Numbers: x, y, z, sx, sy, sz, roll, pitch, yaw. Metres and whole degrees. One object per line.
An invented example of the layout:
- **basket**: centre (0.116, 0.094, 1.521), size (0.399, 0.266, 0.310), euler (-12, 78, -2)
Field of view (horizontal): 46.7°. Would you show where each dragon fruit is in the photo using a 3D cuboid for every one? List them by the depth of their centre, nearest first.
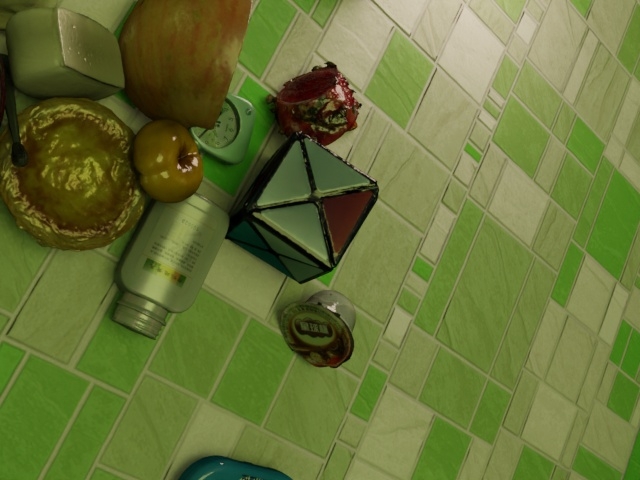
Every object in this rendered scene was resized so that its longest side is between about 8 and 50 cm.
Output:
- **dragon fruit**: centre (-0.018, -0.335, 1.811), size (0.147, 0.211, 0.282), euler (52, 38, -30)

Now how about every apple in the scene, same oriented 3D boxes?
- **apple**: centre (-0.277, -0.405, 1.587), size (0.252, 0.313, 0.309), euler (55, 42, -56)

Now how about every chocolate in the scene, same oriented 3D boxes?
- **chocolate**: centre (0.020, 0.207, 1.863), size (0.147, 0.221, 0.221), euler (-40, 113, -48)

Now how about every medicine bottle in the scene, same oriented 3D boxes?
- **medicine bottle**: centre (-0.340, 0.051, 1.632), size (0.179, 0.124, 0.324), euler (30, 72, -25)

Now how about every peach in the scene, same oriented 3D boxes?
- **peach**: centre (-0.315, -0.162, 1.533), size (0.179, 0.103, 0.179), euler (-10, 90, -68)

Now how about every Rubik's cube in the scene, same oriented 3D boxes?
- **Rubik's cube**: centre (-0.048, -0.069, 1.720), size (0.248, 0.246, 0.250), euler (35, 71, -9)

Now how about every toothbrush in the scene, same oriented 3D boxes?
- **toothbrush**: centre (-0.589, -0.256, 1.410), size (0.030, 0.031, 0.297), euler (-8, 55, -23)

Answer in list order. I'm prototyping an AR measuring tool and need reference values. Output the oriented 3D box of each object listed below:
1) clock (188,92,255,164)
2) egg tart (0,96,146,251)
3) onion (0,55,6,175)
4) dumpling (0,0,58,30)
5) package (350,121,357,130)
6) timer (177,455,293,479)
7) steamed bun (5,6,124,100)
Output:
- **clock**: centre (-0.257, -0.276, 1.717), size (0.210, 0.066, 0.159), euler (20, 79, -33)
- **egg tart**: centre (-0.507, -0.132, 1.513), size (0.318, 0.128, 0.319), euler (-1, 92, -32)
- **onion**: centre (-0.697, -0.242, 1.360), size (0.267, 0.159, 0.349), euler (-23, 103, -19)
- **dumpling**: centre (-0.621, -0.499, 1.437), size (0.252, 0.131, 0.179), euler (-13, 120, -23)
- **package**: centre (0.058, -0.323, 1.953), size (0.110, 0.033, 0.077), euler (-24, 94, -37)
- **timer**: centre (-0.211, 0.673, 1.731), size (0.340, 0.115, 0.309), euler (25, 78, -32)
- **steamed bun**: centre (-0.514, -0.358, 1.459), size (0.241, 0.164, 0.147), euler (0, 82, -73)
